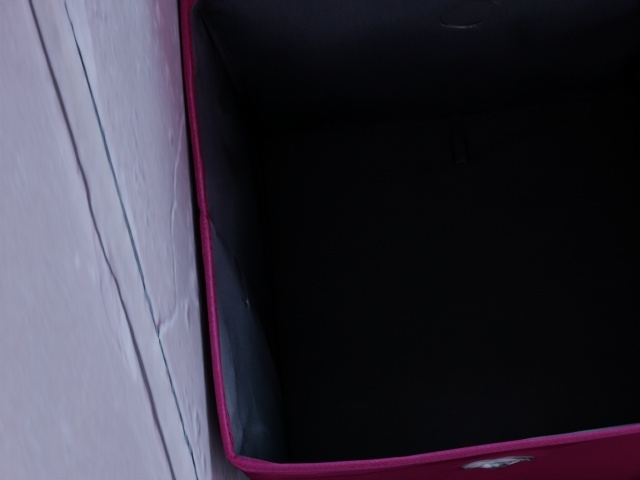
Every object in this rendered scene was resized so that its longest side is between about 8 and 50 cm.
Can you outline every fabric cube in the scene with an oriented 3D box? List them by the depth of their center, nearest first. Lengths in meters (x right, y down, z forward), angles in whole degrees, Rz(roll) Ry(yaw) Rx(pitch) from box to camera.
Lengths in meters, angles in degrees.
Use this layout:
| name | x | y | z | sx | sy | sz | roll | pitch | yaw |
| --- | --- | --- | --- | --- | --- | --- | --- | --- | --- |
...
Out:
| name | x | y | z | sx | sy | sz | roll | pitch | yaw |
| --- | --- | --- | --- | --- | --- | --- | --- | --- | --- |
| fabric cube | 0.077 | 0.006 | 0.903 | 0.258 | 0.254 | 0.259 | 73 | 11 | -74 |

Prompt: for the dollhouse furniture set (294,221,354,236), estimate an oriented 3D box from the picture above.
| name | x | y | z | sx | sy | sz | roll | pitch | yaw |
| --- | --- | --- | --- | --- | --- | --- | --- | --- | --- |
| dollhouse furniture set | 0.000 | 0.000 | 1.126 | 0.151 | 0.058 | 0.076 | -38 | 122 | -84 |
